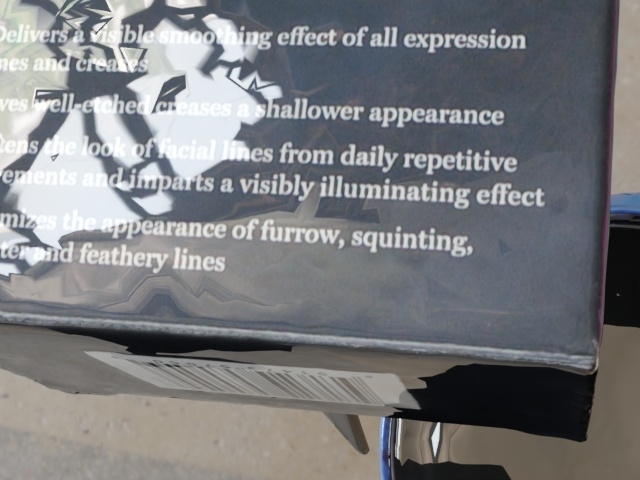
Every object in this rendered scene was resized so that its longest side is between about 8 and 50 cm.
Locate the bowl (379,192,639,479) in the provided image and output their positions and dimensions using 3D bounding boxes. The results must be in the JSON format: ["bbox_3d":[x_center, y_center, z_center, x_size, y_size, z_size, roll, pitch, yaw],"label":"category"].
[{"bbox_3d":[0.214,0.160,0.783,0.077,0.391,0.391,3,122,-56],"label":"bowl"}]

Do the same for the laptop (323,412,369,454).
[{"bbox_3d":[0.000,0.000,1.453,0.236,0.382,0.408,-35,144,-14],"label":"laptop"}]

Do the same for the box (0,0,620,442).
[{"bbox_3d":[-0.003,-0.121,0.547,0.293,0.396,0.212,4,164,13],"label":"box"}]
